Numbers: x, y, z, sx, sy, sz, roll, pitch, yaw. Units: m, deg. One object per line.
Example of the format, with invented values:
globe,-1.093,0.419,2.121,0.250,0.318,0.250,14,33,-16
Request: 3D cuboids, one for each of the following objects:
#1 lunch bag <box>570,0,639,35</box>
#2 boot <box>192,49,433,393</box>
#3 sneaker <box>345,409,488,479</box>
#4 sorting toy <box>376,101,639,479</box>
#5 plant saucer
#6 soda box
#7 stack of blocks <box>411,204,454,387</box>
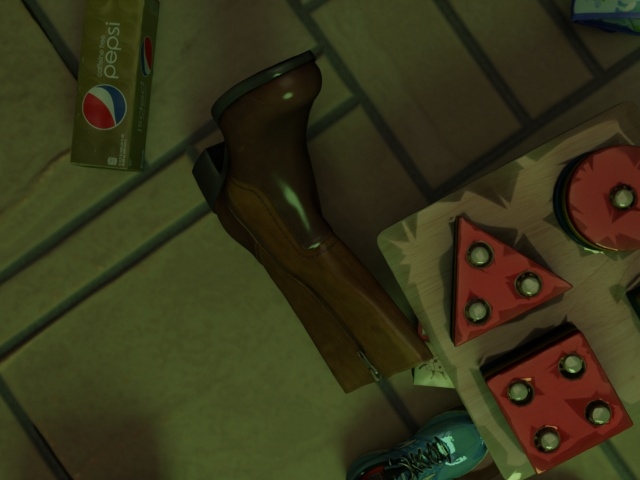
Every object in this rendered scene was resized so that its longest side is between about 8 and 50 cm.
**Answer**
lunch bag,0.312,-0.261,0.813,0.151,0.096,0.128,4,92,-5
boot,0.000,0.000,0.768,0.096,0.264,0.280,-29,81,-35
sneaker,0.093,0.222,0.840,0.162,0.073,0.063,-32,85,17
sorting toy,0.217,0.047,0.742,0.257,0.089,0.255,-28,88,5
plant saucer,0.152,0.204,0.877,0.084,0.015,0.083,0,91,5
soda box,-0.208,-0.162,0.878,0.061,0.058,0.181,6,91,5
stack of blocks,0.242,0.060,0.830,0.297,0.087,0.171,5,91,5
